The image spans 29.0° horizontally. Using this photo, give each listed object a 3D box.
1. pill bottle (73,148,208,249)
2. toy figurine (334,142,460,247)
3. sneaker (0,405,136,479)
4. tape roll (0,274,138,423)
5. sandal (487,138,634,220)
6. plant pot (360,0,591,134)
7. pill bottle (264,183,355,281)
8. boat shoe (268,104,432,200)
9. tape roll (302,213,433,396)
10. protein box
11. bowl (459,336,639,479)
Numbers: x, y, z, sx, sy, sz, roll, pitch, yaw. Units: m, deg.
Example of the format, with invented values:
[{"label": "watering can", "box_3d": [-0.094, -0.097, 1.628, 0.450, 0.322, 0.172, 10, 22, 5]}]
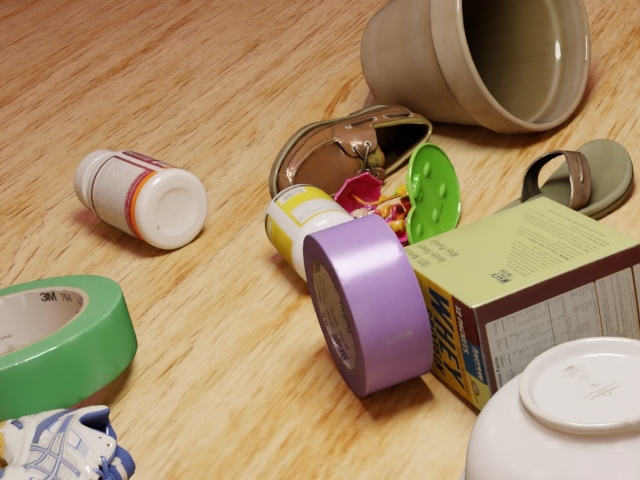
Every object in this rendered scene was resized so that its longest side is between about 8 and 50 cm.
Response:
[{"label": "pill bottle", "box_3d": [-0.275, -0.069, 1.864, 0.121, 0.121, 0.221, -28, 30, -30]}, {"label": "toy figurine", "box_3d": [0.088, -0.039, 1.698, 0.159, 0.130, 0.173, -10, 47, 36]}, {"label": "sneaker", "box_3d": [-0.248, 0.244, 1.230, 0.131, 0.112, 0.296, -16, 27, -10]}, {"label": "tape roll", "box_3d": [-0.385, 0.137, 1.494, 0.321, 0.077, 0.321, -12, 18, 4]}, {"label": "sandal", "box_3d": [0.315, -0.068, 1.643, 0.120, 0.086, 0.302, 14, 36, 42]}, {"label": "plant pot", "box_3d": [0.224, -0.310, 1.978, 0.280, 0.323, 0.323, -9, 20, 46]}, {"label": "pill bottle", "box_3d": [0.000, 0.000, 1.624, 0.103, 0.103, 0.184, -19, 27, -14]}, {"label": "boat shoe", "box_3d": [0.050, -0.134, 1.865, 0.104, 0.111, 0.307, 10, 33, 40]}, {"label": "tape roll", "box_3d": [0.050, 0.071, 1.362, 0.080, 0.189, 0.189, -19, 26, -13]}, {"label": "protein box", "box_3d": [0.217, 0.067, 1.341, 0.201, 0.136, 0.200, -20, 22, -16]}, {"label": "bowl", "box_3d": [0.258, 0.179, 1.116, 0.297, 0.134, 0.298, -9, 26, 5]}]
